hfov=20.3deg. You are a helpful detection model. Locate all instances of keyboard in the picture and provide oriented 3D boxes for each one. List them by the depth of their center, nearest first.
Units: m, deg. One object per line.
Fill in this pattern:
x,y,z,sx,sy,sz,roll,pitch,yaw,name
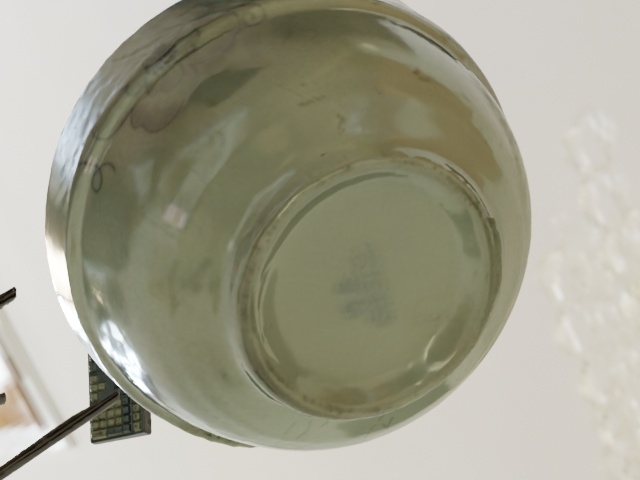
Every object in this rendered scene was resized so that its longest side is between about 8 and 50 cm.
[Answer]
-0.170,0.080,1.486,0.055,0.176,0.014,-13,158,23,keyboard

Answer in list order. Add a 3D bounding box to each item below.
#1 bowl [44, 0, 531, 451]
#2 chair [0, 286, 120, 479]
0.000,0.000,1.086,0.307,0.307,0.163,-29,-150,-13,bowl
-0.303,0.160,1.384,0.247,0.172,0.159,-24,-129,-34,chair
